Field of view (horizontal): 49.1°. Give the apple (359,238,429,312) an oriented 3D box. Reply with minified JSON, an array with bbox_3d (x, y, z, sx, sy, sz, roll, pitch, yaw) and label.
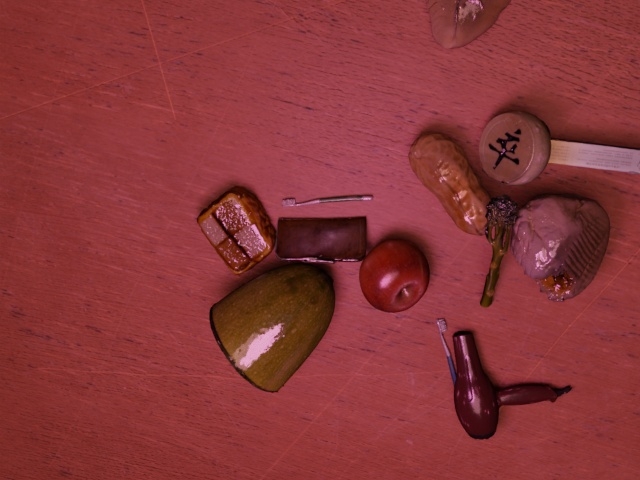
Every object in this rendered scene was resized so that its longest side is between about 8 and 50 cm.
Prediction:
[{"bbox_3d":[0.197,0.092,1.908,0.201,0.162,0.201,-17,135,-18],"label":"apple"}]

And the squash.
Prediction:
[{"bbox_3d":[-0.091,0.209,1.924,0.309,0.310,0.310,-38,99,15],"label":"squash"}]

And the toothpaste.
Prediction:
[{"bbox_3d":[0.697,-0.216,1.774,0.313,0.089,0.071,8,102,7],"label":"toothpaste"}]

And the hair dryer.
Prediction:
[{"bbox_3d":[0.547,0.398,2.005,0.340,0.123,0.312,-7,96,0],"label":"hair dryer"}]

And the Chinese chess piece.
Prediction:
[{"bbox_3d":[0.484,-0.231,1.757,0.083,0.188,0.188,-5,114,-36],"label":"Chinese chess piece"}]

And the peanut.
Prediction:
[{"bbox_3d":[0.345,-0.144,1.820,0.147,0.147,0.305,-34,100,17],"label":"peanut"}]

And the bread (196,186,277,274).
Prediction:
[{"bbox_3d":[-0.230,-0.027,1.977,0.181,0.096,0.222,-30,101,19],"label":"bread"}]

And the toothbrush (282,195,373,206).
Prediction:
[{"bbox_3d":[0.018,-0.111,1.950,0.257,0.018,0.024,-2,101,10],"label":"toothbrush"}]

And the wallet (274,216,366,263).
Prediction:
[{"bbox_3d":[0.000,0.000,1.947,0.255,0.031,0.137,0,69,8],"label":"wallet"}]

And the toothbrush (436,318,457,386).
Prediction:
[{"bbox_3d":[0.379,0.351,2.042,0.025,0.019,0.275,-15,105,5],"label":"toothbrush"}]

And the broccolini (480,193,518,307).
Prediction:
[{"bbox_3d":[0.456,0.031,1.837,0.079,0.074,0.392,33,148,27],"label":"broccolini"}]

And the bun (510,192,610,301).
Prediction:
[{"bbox_3d":[0.595,-0.005,1.792,0.205,0.281,0.281,32,116,41],"label":"bun"}]

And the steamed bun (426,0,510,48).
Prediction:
[{"bbox_3d":[0.351,-0.570,1.705,0.231,0.110,0.212,12,110,8],"label":"steamed bun"}]
